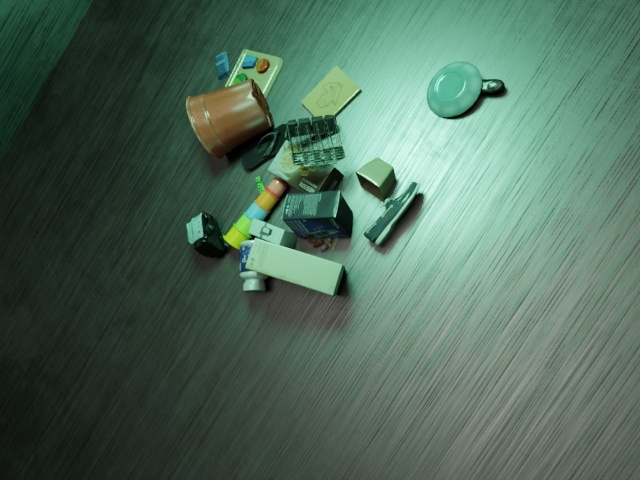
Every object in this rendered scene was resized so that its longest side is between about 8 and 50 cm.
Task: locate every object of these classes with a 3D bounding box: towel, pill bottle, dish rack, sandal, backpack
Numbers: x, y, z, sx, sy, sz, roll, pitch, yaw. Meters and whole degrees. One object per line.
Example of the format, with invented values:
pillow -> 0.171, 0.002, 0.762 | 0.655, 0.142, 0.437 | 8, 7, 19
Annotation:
towel -> -0.450, -0.804, 1.926 | 0.067, 0.029, 0.119 | -18, 72, 21
pill bottle -> -0.251, 0.100, 1.594 | 0.112, 0.112, 0.186 | -9, 76, 22
dish rack -> -0.019, -0.352, 1.527 | 0.208, 0.074, 0.271 | -9, 53, -2
sandal -> -0.222, -0.378, 1.716 | 0.254, 0.054, 0.097 | -39, 66, 12
backpack -> -0.470, -0.028, 1.706 | 0.115, 0.152, 0.182 | -28, 57, 7

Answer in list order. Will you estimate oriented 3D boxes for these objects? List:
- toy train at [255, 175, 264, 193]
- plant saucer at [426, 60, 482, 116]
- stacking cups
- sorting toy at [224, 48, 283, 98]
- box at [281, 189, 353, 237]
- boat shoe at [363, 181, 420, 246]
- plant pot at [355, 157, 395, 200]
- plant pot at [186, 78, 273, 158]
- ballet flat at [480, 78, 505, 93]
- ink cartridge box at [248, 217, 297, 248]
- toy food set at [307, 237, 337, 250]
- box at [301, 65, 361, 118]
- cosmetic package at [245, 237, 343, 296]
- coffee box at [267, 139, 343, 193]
toy train -> -0.244, -0.225, 1.715 | 0.024, 0.017, 0.083 | -22, 70, 7
plant saucer -> 0.446, -0.521, 1.431 | 0.195, 0.037, 0.195 | -5, 82, 38
stacking cups -> -0.255, -0.113, 1.652 | 0.096, 0.096, 0.316 | 39, 96, 26
sorting toy -> -0.318, -0.681, 1.833 | 0.229, 0.041, 0.307 | 27, 90, 27
box -> -0.008, -0.089, 1.492 | 0.207, 0.153, 0.108 | -1, 63, 25
boat shoe -> 0.243, -0.100, 1.430 | 0.079, 0.095, 0.254 | 37, 104, 15
plant pot -> 0.202, -0.223, 1.469 | 0.109, 0.109, 0.096 | 38, 83, 26
plant pot -> -0.350, -0.505, 1.702 | 0.265, 0.272, 0.272 | -20, 71, 11
ballet flat -> 0.532, -0.519, 1.422 | 0.173, 0.049, 0.057 | 18, 100, 33
ink cartridge box -> -0.180, -0.025, 1.590 | 0.150, 0.109, 0.063 | 21, 90, 26
toy food set -> 0.000, 0.000, 1.554 | 0.122, 0.019, 0.078 | 12, 84, 26
box -> 0.039, -0.570, 1.660 | 0.201, 0.021, 0.164 | -43, 65, 11
cosmetic package -> -0.081, 0.093, 1.446 | 0.309, 0.160, 0.113 | 17, 86, 9
coffee box -> -0.058, -0.257, 1.592 | 0.246, 0.098, 0.141 | 35, 94, 26
